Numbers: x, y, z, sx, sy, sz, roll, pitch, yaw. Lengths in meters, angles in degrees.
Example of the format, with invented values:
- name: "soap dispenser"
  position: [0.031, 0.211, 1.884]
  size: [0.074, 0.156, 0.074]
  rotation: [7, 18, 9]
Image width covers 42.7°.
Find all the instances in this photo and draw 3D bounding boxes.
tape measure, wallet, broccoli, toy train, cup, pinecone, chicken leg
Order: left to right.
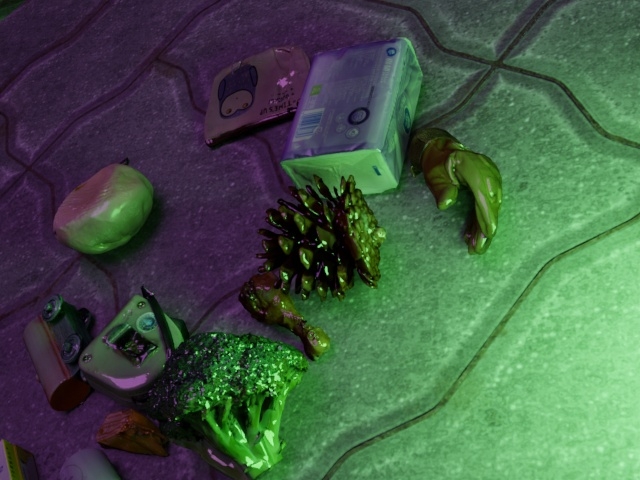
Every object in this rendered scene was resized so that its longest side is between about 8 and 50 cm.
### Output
- name: "toy train"
  position: [-0.578, 0.250, 1.832]
  size: [0.177, 0.116, 0.285]
  rotation: [-49, 46, 5]
- name: "cup"
  position: [-0.444, 0.488, 1.565]
  size: [0.136, 0.099, 0.133]
  rotation: [-44, 47, -7]
- name: "tape measure"
  position: [-0.360, 0.220, 1.691]
  size: [0.207, 0.115, 0.235]
  rotation: [20, 55, 27]
- name: "broccoli"
  position: [-0.154, 0.287, 1.461]
  size: [0.308, 0.308, 0.275]
  rotation: [-35, 80, 3]
- name: "wallet"
  position: [-0.157, -0.378, 2.089]
  size: [0.335, 0.068, 0.275]
  rotation: [-17, 51, 21]
- name: "chicken leg"
  position: [-0.069, 0.148, 1.618]
  size: [0.087, 0.107, 0.251]
  rotation: [-37, 53, -20]
- name: "pinecone"
  position: [-0.004, 0.000, 1.569]
  size: [0.264, 0.264, 0.264]
  rotation: [-16, 49, 20]

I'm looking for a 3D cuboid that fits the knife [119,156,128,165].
- name: "knife"
  position: [-0.595, -0.144, 2.201]
  size: [0.222, 0.021, 0.045]
  rotation: [-45, 43, -6]

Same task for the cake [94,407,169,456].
- name: "cake"
  position: [-0.368, 0.387, 1.643]
  size: [0.185, 0.116, 0.080]
  rotation: [-36, 30, 48]

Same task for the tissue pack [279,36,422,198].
- name: "tissue pack"
  position: [0.077, -0.271, 1.803]
  size: [0.242, 0.160, 0.338]
  rotation: [-2, 54, 28]

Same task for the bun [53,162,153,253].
- name: "bun"
  position: [-0.514, -0.068, 2.003]
  size: [0.259, 0.160, 0.259]
  rotation: [-29, 31, 20]

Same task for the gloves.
- name: "gloves"
  position: [0.274, -0.109, 1.568]
  size: [0.141, 0.154, 0.331]
  rotation: [-34, 39, 6]

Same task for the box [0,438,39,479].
- name: "box"
  position: [-0.703, 0.554, 1.669]
  size: [0.265, 0.097, 0.168]
  rotation: [-38, 46, -1]
